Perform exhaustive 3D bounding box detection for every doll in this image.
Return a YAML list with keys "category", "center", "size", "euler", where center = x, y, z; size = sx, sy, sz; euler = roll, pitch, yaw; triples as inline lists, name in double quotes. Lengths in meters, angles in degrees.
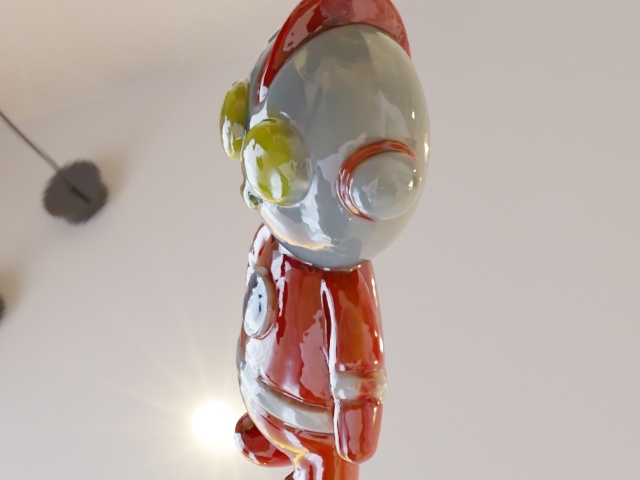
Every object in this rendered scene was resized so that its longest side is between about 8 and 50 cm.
- category: "doll"
  center: [0.000, 0.000, 0.572]
  size: [0.076, 0.245, 0.142]
  euler: [-7, -150, -21]
